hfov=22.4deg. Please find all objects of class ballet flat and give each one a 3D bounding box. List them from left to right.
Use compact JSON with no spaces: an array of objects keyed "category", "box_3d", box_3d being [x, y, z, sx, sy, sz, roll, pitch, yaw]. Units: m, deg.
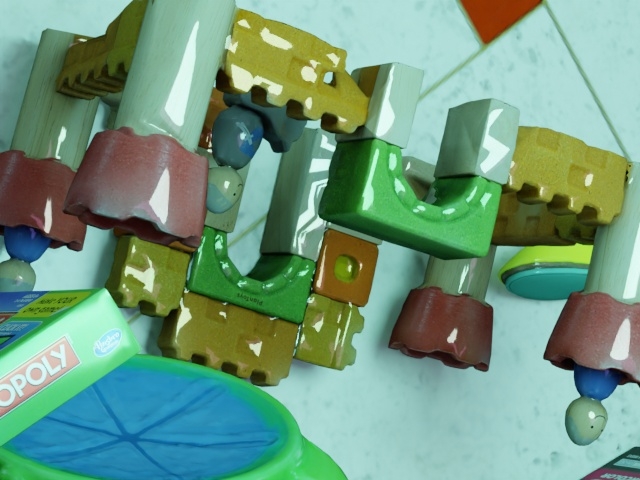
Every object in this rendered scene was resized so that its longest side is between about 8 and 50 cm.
[{"category":"ballet flat","box_3d":[0.246,0.019,1.442,0.231,0.077,0.077,10,62,-33]}]

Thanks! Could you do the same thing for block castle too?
[{"category":"block castle","box_3d":[0.000,0.000,1.156,0.453,0.303,0.212,18,81,-28]}]

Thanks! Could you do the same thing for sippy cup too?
[{"category":"sippy cup","box_3d":[-0.142,0.220,1.107,0.240,0.305,0.224,-12,116,-52]}]

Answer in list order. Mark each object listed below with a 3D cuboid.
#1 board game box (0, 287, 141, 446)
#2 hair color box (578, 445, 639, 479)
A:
[{"category":"board game box","box_3d":[-0.265,0.104,0.985,0.213,0.317,0.046,-36,105,-27]},{"category":"hair color box","box_3d":[0.206,0.304,1.332,0.374,0.185,0.113,-25,101,-29]}]
